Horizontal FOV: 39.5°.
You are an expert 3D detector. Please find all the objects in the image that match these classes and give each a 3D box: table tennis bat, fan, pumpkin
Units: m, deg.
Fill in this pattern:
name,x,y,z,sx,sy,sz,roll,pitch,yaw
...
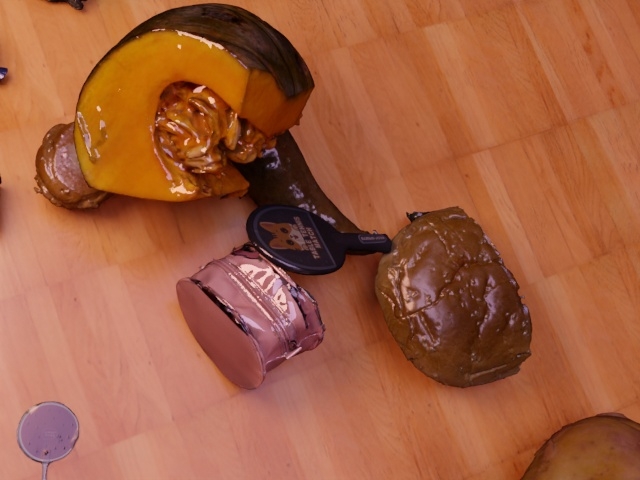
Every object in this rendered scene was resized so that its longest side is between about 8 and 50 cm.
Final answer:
name,x,y,z,sx,sy,sz,roll,pitch,yaw
table tennis bat,0.000,0.000,1.314,0.236,0.027,0.150,3,40,-29
fan,-0.384,0.292,1.250,0.085,0.005,0.134,5,72,-16
pumpkin,-0.181,-0.185,1.233,0.256,0.225,0.303,35,108,8

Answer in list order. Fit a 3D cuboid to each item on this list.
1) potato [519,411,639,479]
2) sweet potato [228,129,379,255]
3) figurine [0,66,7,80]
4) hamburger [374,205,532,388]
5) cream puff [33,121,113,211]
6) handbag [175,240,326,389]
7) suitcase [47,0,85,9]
name,x,y,z,sx,sy,sz,roll,pitch,yaw
potato,0.435,0.374,1.357,0.289,0.300,0.237,53,40,-31
sweet potato,-0.072,-0.118,1.398,0.130,0.130,0.423,-41,92,-22
figurine,-0.553,-0.318,1.324,0.102,0.111,0.195,-27,83,-1
hamburger,0.189,0.094,1.409,0.211,0.132,0.309,-20,82,-23
cream puff,-0.358,-0.110,1.323,0.126,0.103,0.144,27,68,-21
handbag,-0.105,0.108,1.295,0.116,0.179,0.205,-35,66,-30
suitcase,-0.475,-0.517,1.394,0.312,0.128,0.202,26,69,-7
